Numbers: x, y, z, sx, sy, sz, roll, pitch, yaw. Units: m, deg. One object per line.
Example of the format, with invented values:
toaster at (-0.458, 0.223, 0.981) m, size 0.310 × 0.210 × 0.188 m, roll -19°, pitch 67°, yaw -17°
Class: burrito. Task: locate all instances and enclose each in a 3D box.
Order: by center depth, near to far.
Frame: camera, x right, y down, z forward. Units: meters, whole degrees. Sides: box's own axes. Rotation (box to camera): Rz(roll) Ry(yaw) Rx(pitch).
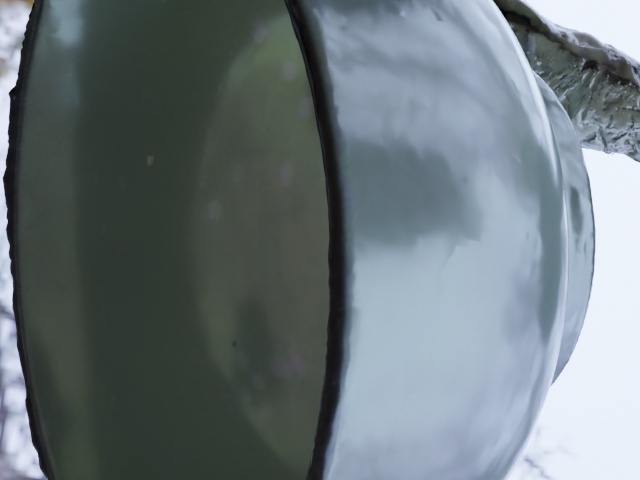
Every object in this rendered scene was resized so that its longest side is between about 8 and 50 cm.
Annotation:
burrito at (0.155, -0.073, 0.999) m, size 0.058 × 0.229 × 0.063 m, roll 127°, pitch -19°, yaw -72°

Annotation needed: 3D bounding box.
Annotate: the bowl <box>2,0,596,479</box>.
bowl at (0.000, 0.000, 0.882) m, size 0.354 × 0.185 × 0.354 m, roll 8°, pitch -81°, yaw 61°
